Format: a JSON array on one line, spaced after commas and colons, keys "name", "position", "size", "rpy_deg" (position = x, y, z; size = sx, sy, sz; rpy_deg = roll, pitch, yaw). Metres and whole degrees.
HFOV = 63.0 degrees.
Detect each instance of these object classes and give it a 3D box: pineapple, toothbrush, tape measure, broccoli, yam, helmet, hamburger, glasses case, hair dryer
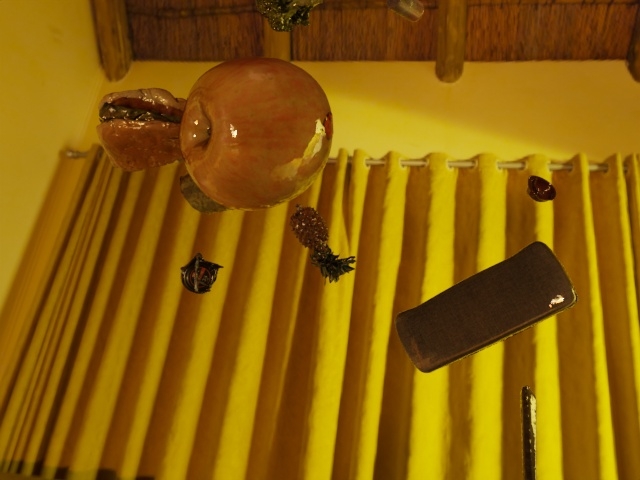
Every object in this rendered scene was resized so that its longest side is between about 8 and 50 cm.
[{"name": "pineapple", "position": [0.000, 0.000, 1.308], "size": [0.103, 0.221, 0.083], "rpy_deg": [-32, -4, 0]}, {"name": "toothbrush", "position": [0.284, 0.324, 0.713], "size": [0.031, 0.297, 0.030], "rpy_deg": [-10, -56, 27]}, {"name": "tape measure", "position": [-0.297, 0.082, 1.280], "size": [0.091, 0.094, 0.054], "rpy_deg": [34, -10, -19]}, {"name": "broccoli", "position": [-0.065, -0.480, 1.002], "size": [0.138, 0.145, 0.162], "rpy_deg": [21, -25, 25]}, {"name": "yam", "position": [-0.321, -0.196, 1.812], "size": [0.300, 0.195, 0.195], "rpy_deg": [-9, -27, 35]}, {"name": "helmet", "position": [0.736, -0.167, 1.778], "size": [0.111, 0.089, 0.057], "rpy_deg": [29, -28, -3]}, {"name": "hamburger", "position": [-0.527, -0.323, 1.488], "size": [0.330, 0.161, 0.209], "rpy_deg": [-10, -30, 23]}, {"name": "glasses case", "position": [0.298, 0.129, 0.968], "size": [0.323, 0.131, 0.074], "rpy_deg": [-32, -17, 22]}, {"name": "hair dryer", "position": [0.157, -0.452, 0.922], "size": [0.063, 0.114, 0.037], "rpy_deg": [10, -2, -40]}]

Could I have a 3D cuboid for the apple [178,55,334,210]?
[{"name": "apple", "position": [-0.171, -0.270, 1.329], "size": [0.392, 0.390, 0.347], "rpy_deg": [-12, -6, 40]}]
